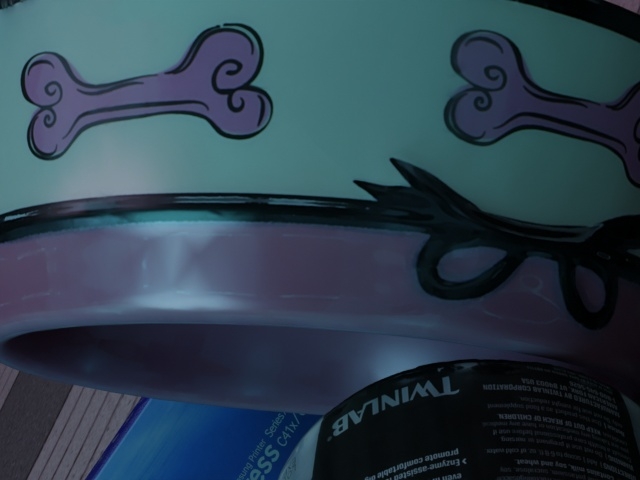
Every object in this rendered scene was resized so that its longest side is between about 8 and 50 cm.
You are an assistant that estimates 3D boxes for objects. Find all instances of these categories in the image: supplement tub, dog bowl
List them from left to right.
[{"bbox_3d":[0.000,0.000,0.758,0.408,0.408,0.150,158,118,-63],"label":"dog bowl"},{"bbox_3d":[0.072,0.205,0.539,0.193,0.193,0.316,-51,20,27],"label":"supplement tub"}]

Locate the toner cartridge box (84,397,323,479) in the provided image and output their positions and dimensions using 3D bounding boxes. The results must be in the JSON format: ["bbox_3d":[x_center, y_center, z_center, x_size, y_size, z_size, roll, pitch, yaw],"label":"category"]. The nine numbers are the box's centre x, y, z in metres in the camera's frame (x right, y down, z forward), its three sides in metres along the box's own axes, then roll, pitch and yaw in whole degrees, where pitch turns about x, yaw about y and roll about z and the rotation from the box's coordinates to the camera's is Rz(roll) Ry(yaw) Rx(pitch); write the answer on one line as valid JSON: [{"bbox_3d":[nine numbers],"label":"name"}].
[{"bbox_3d":[-0.097,0.224,0.897,0.348,0.165,0.075,-57,6,-26],"label":"toner cartridge box"}]
